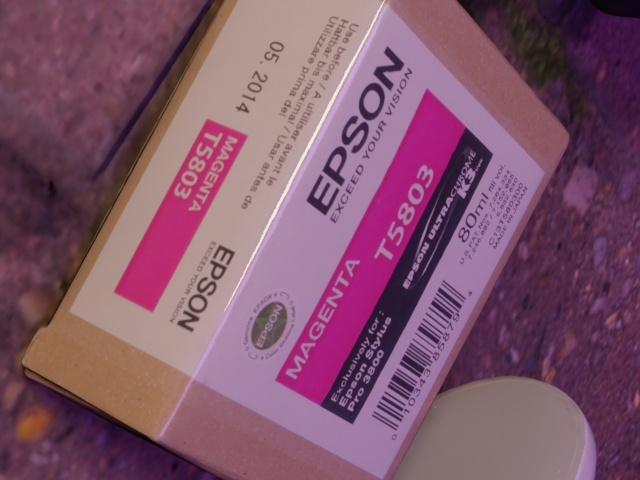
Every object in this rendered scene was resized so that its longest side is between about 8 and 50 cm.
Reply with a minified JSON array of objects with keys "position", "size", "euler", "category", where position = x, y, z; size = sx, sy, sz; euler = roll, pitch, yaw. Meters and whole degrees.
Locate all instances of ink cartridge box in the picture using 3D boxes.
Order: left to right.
[{"position":[0.000,0.000,0.737],"size":[0.193,0.088,0.234],"euler":[36,80,-55],"category":"ink cartridge box"}]

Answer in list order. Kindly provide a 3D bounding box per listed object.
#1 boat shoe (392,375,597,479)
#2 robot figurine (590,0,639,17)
[{"position":[0.034,0.246,0.873],"size":[0.367,0.136,0.156],"euler":[-50,141,-17],"category":"boat shoe"},{"position":[0.209,-0.225,0.770],"size":[0.174,0.209,0.278],"euler":[-31,156,-25],"category":"robot figurine"}]
